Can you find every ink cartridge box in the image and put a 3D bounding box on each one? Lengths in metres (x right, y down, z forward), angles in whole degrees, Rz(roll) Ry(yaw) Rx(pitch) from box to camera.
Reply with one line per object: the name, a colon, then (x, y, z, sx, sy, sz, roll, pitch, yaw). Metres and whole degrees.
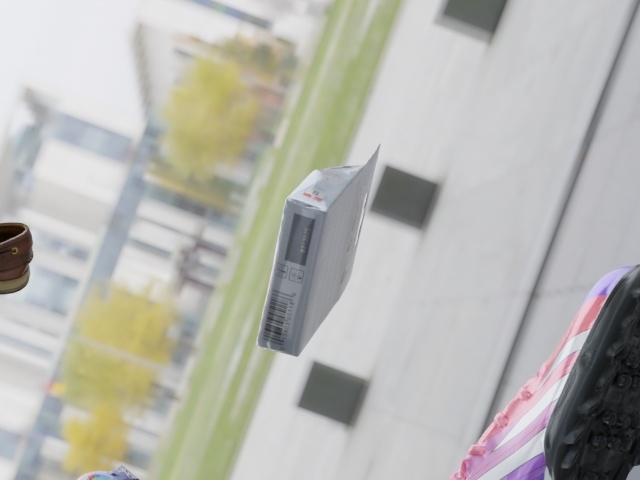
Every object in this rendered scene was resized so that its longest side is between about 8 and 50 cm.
ink cartridge box: (0.000, 0.000, 1.660, 0.179, 0.045, 0.145, -57, -19, -63)

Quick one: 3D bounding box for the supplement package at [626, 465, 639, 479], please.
supplement package: (0.206, 0.235, 1.373, 0.105, 0.105, 0.179, 121, 133, -60)

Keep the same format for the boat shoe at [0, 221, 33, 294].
boat shoe: (-0.328, 0.009, 1.597, 0.064, 0.178, 0.060, 59, 141, 43)

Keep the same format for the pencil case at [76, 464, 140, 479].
pencil case: (-0.281, 0.343, 1.828, 0.306, 0.133, 0.119, -37, -63, -44)

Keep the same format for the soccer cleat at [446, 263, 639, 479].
soccer cleat: (0.131, 0.152, 1.225, 0.108, 0.116, 0.318, 9, -76, -49)
